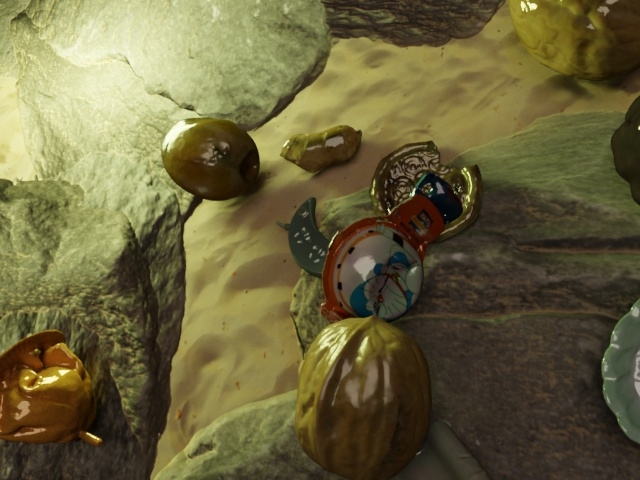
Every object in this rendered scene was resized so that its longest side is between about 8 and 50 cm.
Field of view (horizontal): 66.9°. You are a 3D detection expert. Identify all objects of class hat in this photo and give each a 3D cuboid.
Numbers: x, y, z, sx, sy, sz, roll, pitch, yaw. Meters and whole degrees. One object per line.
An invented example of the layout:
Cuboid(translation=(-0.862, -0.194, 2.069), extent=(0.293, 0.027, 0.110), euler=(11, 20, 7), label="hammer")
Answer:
Cuboid(translation=(-0.522, 0.336, 0.945), extent=(0.233, 0.244, 0.234), euler=(30, 89, 10), label="hat")

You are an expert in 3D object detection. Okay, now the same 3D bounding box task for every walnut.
Cuboid(translation=(0.509, -0.452, 0.893), extent=(0.313, 0.252, 0.277), euler=(38, 73, 20), label="walnut")
Cuboid(translation=(0.067, 0.248, 0.775), extent=(0.224, 0.225, 0.261), euler=(6, 95, 18), label="walnut")

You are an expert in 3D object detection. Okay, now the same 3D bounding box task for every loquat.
Cuboid(translation=(-0.243, -0.180, 1.058), extent=(0.227, 0.179, 0.179), euler=(17, 76, 24), label="loquat")

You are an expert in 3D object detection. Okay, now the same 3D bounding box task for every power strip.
Cuboid(translation=(0.000, 0.000, 0.989), extent=(0.216, 0.044, 0.137), euler=(34, 83, 24), label="power strip")

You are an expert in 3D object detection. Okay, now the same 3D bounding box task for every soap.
Cuboid(translation=(0.253, 0.467, 0.744), extent=(0.159, 0.258, 0.302), euler=(-39, 21, 0), label="soap")

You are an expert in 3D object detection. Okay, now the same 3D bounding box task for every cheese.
Cuboid(translation=(0.126, 0.024, 0.875), extent=(0.329, 0.217, 0.129), euler=(-47, 25, -8), label="cheese")

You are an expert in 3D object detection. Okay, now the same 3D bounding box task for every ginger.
Cuboid(translation=(-0.001, -0.201, 1.050), extent=(0.190, 0.069, 0.095), euler=(-13, 46, 12), label="ginger")

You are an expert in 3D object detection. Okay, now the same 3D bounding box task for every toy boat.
Cuboid(translation=(0.537, 0.185, 0.731), extent=(0.199, 0.100, 0.291), euler=(20, 78, 21), label="toy boat")

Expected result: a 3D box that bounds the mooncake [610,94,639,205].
Cuboid(translation=(0.646, -0.154, 0.802), extent=(0.282, 0.141, 0.283), euler=(-2, 76, 8), label="mooncake")

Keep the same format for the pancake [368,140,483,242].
Cuboid(translation=(0.207, -0.099, 0.973), extent=(0.235, 0.029, 0.212), euler=(30, 82, 26), label="pancake")
